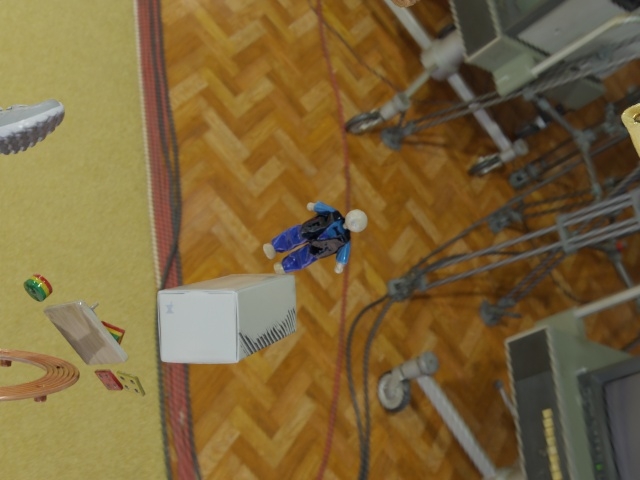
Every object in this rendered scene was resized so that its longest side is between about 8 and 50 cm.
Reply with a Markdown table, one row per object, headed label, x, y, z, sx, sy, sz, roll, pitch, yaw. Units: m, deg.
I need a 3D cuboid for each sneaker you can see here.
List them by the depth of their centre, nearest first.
| label | x | y | z | sx | sy | sz | roll | pitch | yaw |
| --- | --- | --- | --- | --- | --- | --- | --- | --- | --- |
| sneaker | -0.589 | -0.208 | 1.443 | 0.281 | 0.105 | 0.115 | -22 | 82 | -26 |

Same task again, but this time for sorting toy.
| label | x | y | z | sx | sy | sz | roll | pitch | yaw |
| --- | --- | --- | --- | --- | --- | --- | --- | --- | --- |
| sorting toy | -0.396 | 0.160 | 1.449 | 0.046 | 0.132 | 0.274 | -49 | 115 | -39 |

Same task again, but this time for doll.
| label | x | y | z | sx | sy | sz | roll | pitch | yaw |
| --- | --- | --- | --- | --- | --- | --- | --- | --- | --- |
| doll | 0.000 | 0.000 | 1.385 | 0.129 | 0.189 | 0.046 | 62 | 26 | -1 |

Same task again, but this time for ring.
| label | x | y | z | sx | sy | sz | roll | pitch | yaw |
| --- | --- | --- | --- | --- | --- | --- | --- | --- | --- |
| ring | -0.606 | 0.245 | 1.483 | 0.336 | 0.336 | 0.032 | 1 | 96 | -42 |

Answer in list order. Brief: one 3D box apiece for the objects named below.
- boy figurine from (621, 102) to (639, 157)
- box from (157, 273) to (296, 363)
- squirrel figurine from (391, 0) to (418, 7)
| label | x | y | z | sx | sy | sz | roll | pitch | yaw |
| --- | --- | --- | --- | --- | --- | --- | --- | --- | --- |
| boy figurine | 0.469 | -0.219 | 1.018 | 0.092 | 0.285 | 0.177 | 38 | 1 | -31 |
| box | -0.120 | 0.102 | 1.156 | 0.275 | 0.113 | 0.094 | -10 | 98 | -75 |
| squirrel figurine | 0.142 | -0.568 | 1.041 | 0.397 | 0.370 | 0.281 | 41 | 66 | -16 |
